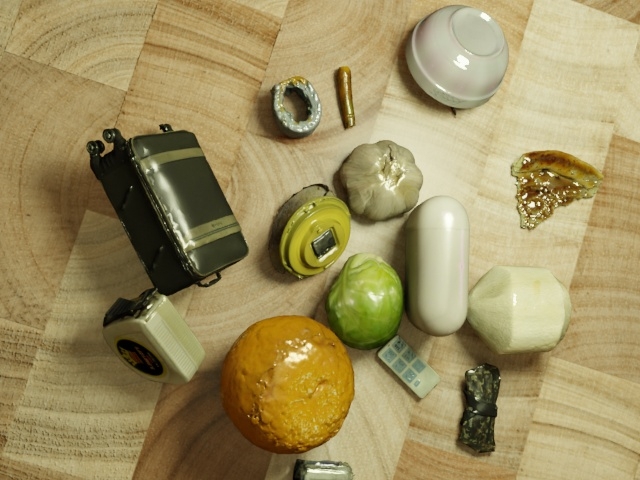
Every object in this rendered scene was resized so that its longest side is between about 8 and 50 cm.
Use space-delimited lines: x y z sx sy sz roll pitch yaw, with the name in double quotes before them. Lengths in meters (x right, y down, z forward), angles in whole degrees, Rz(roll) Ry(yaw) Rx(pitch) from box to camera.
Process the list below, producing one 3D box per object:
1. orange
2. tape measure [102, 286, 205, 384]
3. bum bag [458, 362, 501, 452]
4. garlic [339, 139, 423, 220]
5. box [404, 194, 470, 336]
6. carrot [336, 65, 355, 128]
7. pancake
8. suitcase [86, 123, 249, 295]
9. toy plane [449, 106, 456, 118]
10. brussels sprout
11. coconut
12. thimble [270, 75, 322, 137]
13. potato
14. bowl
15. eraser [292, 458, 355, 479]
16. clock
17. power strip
"orange" -0.086 0.347 1.666 0.340 0.293 0.341 -4 97 -31
"tape measure" -0.430 0.222 1.666 0.133 0.231 0.271 -59 135 -37
"bum bag" 0.432 0.455 1.833 0.102 0.069 0.248 4 87 -28
"garlic" 0.166 -0.163 1.798 0.228 0.152 0.228 0 93 -7
"box" 0.294 0.066 1.729 0.141 0.289 0.349 1 87 1
"carrot" 0.072 -0.392 1.857 0.042 0.042 0.171 -8 91 -6
"pancake" 0.647 -0.135 1.893 0.266 0.057 0.244 24 86 -5
"suitcase" -0.360 -0.085 1.675 0.194 0.283 0.434 -25 91 27
"toy plane" 0.349 -0.432 1.875 0.135 0.062 0.188 -29 93 -29
"brussels sprout" 0.121 0.160 1.745 0.244 0.244 0.244 0 87 -6
"coconut" 0.504 0.181 1.771 0.266 0.237 0.237 -3 87 -4
"thimble" -0.066 -0.352 1.800 0.127 0.118 0.151 -15 90 -6
"potato" -0.047 -0.039 1.815 0.120 0.100 0.261 36 100 36
"bowl" 0.383 -0.509 1.797 0.287 0.144 0.287 7 68 -17
"eraser" -0.005 0.740 1.758 0.155 0.101 0.332 6 88 -7
"clock" 0.000 0.000 1.747 0.237 0.237 0.057 -48 49 -6
"power strip" 0.238 0.341 1.836 0.081 0.035 0.192 -45 91 -6
